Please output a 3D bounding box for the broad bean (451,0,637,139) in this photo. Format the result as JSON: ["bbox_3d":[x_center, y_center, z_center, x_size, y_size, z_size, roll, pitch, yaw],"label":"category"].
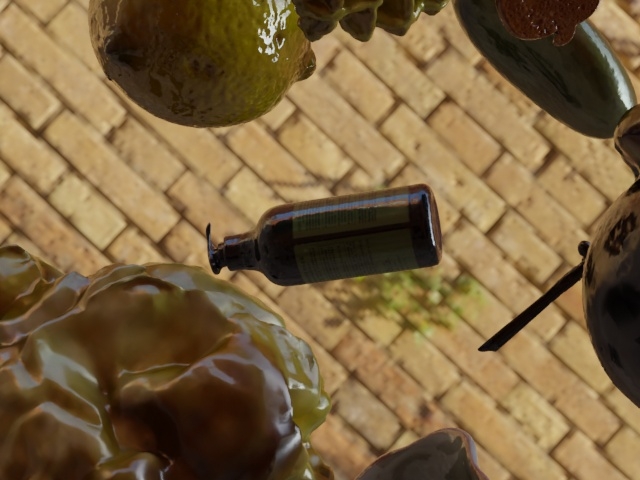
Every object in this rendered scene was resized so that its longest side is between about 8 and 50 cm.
[{"bbox_3d":[0.249,-0.215,1.550,0.263,0.121,0.189,56,-9,12],"label":"broad bean"}]

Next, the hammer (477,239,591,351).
[{"bbox_3d":[0.252,0.075,1.565,0.065,0.178,0.021,44,9,-26],"label":"hammer"}]

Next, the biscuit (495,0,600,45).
[{"bbox_3d":[0.183,-0.193,1.103,0.015,0.091,0.078,-163,-125,-76],"label":"biscuit"}]

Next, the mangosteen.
[{"bbox_3d":[0.381,0.010,1.212,0.306,0.347,0.307,1,-6,0],"label":"mangosteen"}]

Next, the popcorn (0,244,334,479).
[{"bbox_3d":[-0.155,0.134,0.961,0.332,0.265,0.225,25,-25,4],"label":"popcorn"}]

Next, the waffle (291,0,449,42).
[{"bbox_3d":[0.045,-0.246,1.100,0.057,0.219,0.229,46,-33,30],"label":"waffle"}]

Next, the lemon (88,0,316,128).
[{"bbox_3d":[-0.124,-0.231,1.488,0.253,0.228,0.228,20,11,-42],"label":"lemon"}]

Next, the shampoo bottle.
[{"bbox_3d":[0.000,0.000,1.656,0.101,0.283,0.101,-9,90,-79],"label":"shampoo bottle"}]

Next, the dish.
[{"bbox_3d":[0.076,0.263,1.094,0.081,0.229,0.229,39,-4,-21],"label":"dish"}]
